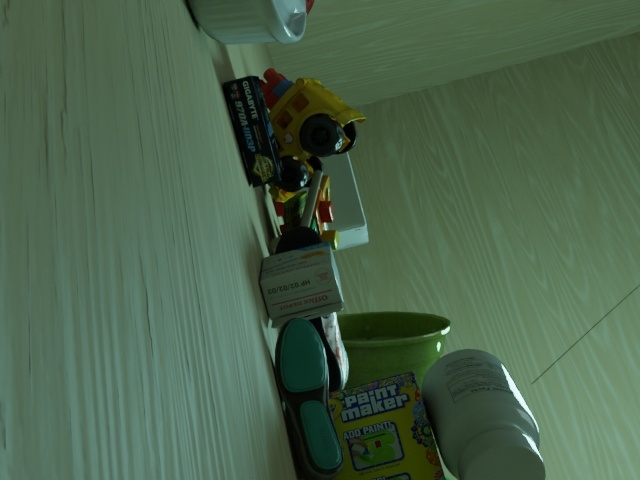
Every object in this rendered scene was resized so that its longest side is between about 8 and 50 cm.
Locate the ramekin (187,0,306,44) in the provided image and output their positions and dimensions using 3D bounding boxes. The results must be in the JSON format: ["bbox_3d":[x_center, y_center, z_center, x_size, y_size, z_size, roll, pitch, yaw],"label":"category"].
[{"bbox_3d":[-0.118,-0.407,1.419,0.273,0.127,0.273,-11,90,-78],"label":"ramekin"}]

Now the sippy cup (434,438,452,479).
[{"bbox_3d":[0.175,0.498,1.609,0.305,0.240,0.224,52,-9,6],"label":"sippy cup"}]

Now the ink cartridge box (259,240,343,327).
[{"bbox_3d":[-0.027,0.059,1.387,0.181,0.104,0.061,-97,172,-77],"label":"ink cartridge box"}]

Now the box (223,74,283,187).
[{"bbox_3d":[-0.110,-0.188,1.662,0.220,0.051,0.175,-95,170,-82],"label":"box"}]

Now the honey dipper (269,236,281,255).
[{"bbox_3d":[-0.057,0.058,1.672,0.160,0.030,0.030,76,1,-47],"label":"honey dipper"}]

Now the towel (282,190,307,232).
[{"bbox_3d":[-0.031,0.032,1.829,0.102,0.021,0.237,-41,128,-64],"label":"towel"}]

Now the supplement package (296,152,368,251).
[{"bbox_3d":[-0.009,-0.129,2.271,0.177,0.175,0.293,73,2,-76],"label":"supplement package"}]

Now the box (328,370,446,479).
[{"bbox_3d":[0.090,0.374,1.368,0.290,0.177,0.279,72,3,-63],"label":"box"}]

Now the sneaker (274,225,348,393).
[{"bbox_3d":[-0.015,0.122,1.545,0.145,0.090,0.270,71,8,-77],"label":"sneaker"}]

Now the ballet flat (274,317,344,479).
[{"bbox_3d":[-0.022,0.205,1.255,0.068,0.072,0.213,126,-43,-56],"label":"ballet flat"}]

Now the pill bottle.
[{"bbox_3d":[0.215,0.249,1.297,0.229,0.131,0.131,-103,177,-69],"label":"pill bottle"}]

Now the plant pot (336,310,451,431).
[{"bbox_3d":[0.106,0.279,1.805,0.276,0.276,0.254,-86,173,-84],"label":"plant pot"}]

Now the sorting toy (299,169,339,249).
[{"bbox_3d":[0.000,0.000,1.764,0.196,0.047,0.347,83,14,-45],"label":"sorting toy"}]

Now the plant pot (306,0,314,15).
[{"bbox_3d":[-0.107,-0.431,1.636,0.174,0.191,0.191,-59,135,-79],"label":"plant pot"}]

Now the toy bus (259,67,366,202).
[{"bbox_3d":[-0.058,-0.212,1.867,0.211,0.220,0.149,44,17,4],"label":"toy bus"}]

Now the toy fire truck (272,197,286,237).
[{"bbox_3d":[-0.051,0.004,1.971,0.135,0.047,0.192,-99,174,-83],"label":"toy fire truck"}]
